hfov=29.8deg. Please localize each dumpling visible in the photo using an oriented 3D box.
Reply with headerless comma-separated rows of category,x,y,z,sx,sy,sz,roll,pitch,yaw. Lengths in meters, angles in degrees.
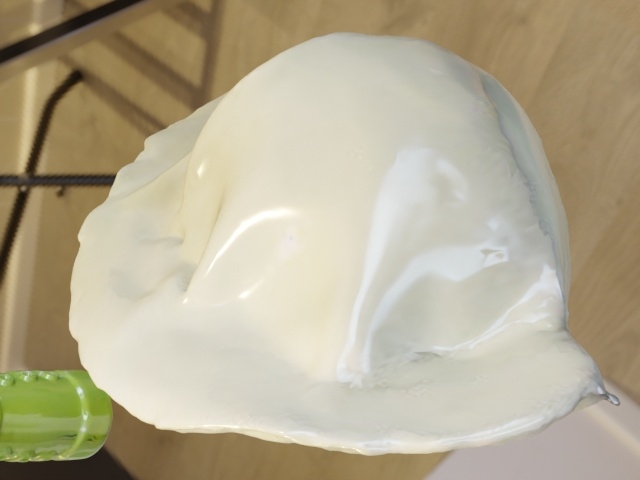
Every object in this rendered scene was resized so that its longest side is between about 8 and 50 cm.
dumpling,-0.001,-0.002,0.402,0.126,0.166,0.215,94,170,-56

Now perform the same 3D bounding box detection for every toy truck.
toy truck,-0.248,0.099,0.672,0.211,0.187,0.148,-1,81,19
